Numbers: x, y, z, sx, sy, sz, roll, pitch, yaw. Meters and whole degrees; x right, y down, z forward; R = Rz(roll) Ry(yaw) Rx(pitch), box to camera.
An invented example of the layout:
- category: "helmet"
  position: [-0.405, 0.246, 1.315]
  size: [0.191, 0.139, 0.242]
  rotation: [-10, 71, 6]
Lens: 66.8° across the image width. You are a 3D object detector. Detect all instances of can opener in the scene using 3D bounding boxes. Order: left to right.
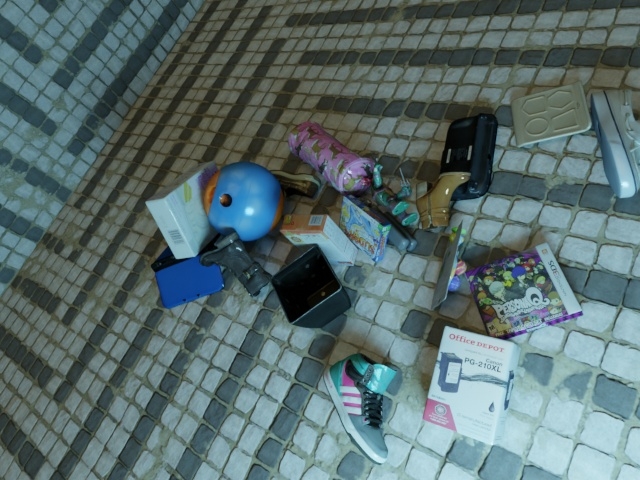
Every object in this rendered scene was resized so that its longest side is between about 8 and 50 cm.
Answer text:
- category: "can opener"
  position: [0.194, -0.046, 1.573]
  size: [0.283, 0.076, 0.095]
  rotation: [52, 126, 40]

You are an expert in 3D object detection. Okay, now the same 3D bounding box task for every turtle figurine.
- category: "turtle figurine"
  position: [0.221, -0.159, 1.558]
  size: [0.118, 0.175, 0.234]
  rotation: [-49, 45, 26]

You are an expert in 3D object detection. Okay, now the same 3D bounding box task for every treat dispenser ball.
- category: "treat dispenser ball"
  position: [-0.274, -0.140, 1.751]
  size: [0.288, 0.288, 0.288]
  rotation: [-15, 56, 23]

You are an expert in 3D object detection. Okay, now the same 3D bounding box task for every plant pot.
- category: "plant pot"
  position: [-0.013, 0.162, 1.492]
  size: [0.187, 0.167, 0.188]
  rotation: [-36, 51, 7]

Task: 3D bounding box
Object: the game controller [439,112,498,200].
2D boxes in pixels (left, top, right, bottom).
- category: "game controller"
  position: [0.467, -0.268, 1.547]
  size: [0.166, 0.067, 0.319]
  rotation: [-8, 57, 44]

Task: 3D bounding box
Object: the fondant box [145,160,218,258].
- category: "fondant box"
  position: [-0.463, -0.120, 1.800]
  size: [0.096, 0.238, 0.330]
  rotation: [-8, 28, 26]

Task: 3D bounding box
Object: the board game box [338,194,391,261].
- category: "board game box"
  position: [0.136, -0.041, 1.556]
  size: [0.035, 0.136, 0.201]
  rotation: [-16, 40, -32]

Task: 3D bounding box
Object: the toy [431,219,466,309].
- category: "toy"
  position: [0.374, 0.075, 1.359]
  size: [0.056, 0.137, 0.237]
  rotation: [15, 69, 2]

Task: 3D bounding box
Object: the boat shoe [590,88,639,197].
- category: "boat shoe"
  position: [0.832, -0.272, 1.287]
  size: [0.156, 0.136, 0.367]
  rotation: [-8, 49, 23]

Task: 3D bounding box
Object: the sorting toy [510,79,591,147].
- category: "sorting toy"
  position: [0.700, -0.383, 1.486]
  size: [0.208, 0.038, 0.193]
  rotation: [-13, 56, 30]

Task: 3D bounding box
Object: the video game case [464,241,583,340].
- category: "video game case"
  position: [0.522, 0.136, 1.269]
  size: [0.232, 0.042, 0.210]
  rotation: [-23, 52, 18]

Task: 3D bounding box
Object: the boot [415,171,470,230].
- category: "boot"
  position: [0.375, -0.117, 1.461]
  size: [0.197, 0.073, 0.152]
  rotation: [-19, 71, 51]

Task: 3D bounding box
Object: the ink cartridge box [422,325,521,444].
- category: "ink cartridge box"
  position: [0.367, 0.343, 1.174]
  size: [0.172, 0.100, 0.237]
  rotation: [9, 78, 34]

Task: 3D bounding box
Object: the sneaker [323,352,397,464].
- category: "sneaker"
  position: [0.139, 0.415, 1.284]
  size: [0.178, 0.124, 0.295]
  rotation: [-44, 48, 13]

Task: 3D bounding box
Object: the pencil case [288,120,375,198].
- category: "pencil case"
  position: [0.035, -0.299, 1.741]
  size: [0.160, 0.167, 0.386]
  rotation: [-31, 47, -17]

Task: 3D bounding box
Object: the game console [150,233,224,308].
- category: "game console"
  position: [-0.495, 0.098, 1.910]
  size: [0.293, 0.173, 0.250]
  rotation: [-19, 23, 19]

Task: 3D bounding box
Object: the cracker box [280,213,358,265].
- category: "cracker box"
  position: [0.000, 0.000, 1.538]
  size: [0.156, 0.232, 0.067]
  rotation: [2, 62, 31]

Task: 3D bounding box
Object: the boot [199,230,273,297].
- category: "boot"
  position: [-0.295, 0.106, 1.689]
  size: [0.263, 0.229, 0.091]
  rotation: [-33, 5, 46]

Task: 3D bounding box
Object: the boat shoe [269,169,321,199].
- category: "boat shoe"
  position: [-0.126, -0.205, 1.832]
  size: [0.257, 0.095, 0.095]
  rotation: [7, 72, 33]
